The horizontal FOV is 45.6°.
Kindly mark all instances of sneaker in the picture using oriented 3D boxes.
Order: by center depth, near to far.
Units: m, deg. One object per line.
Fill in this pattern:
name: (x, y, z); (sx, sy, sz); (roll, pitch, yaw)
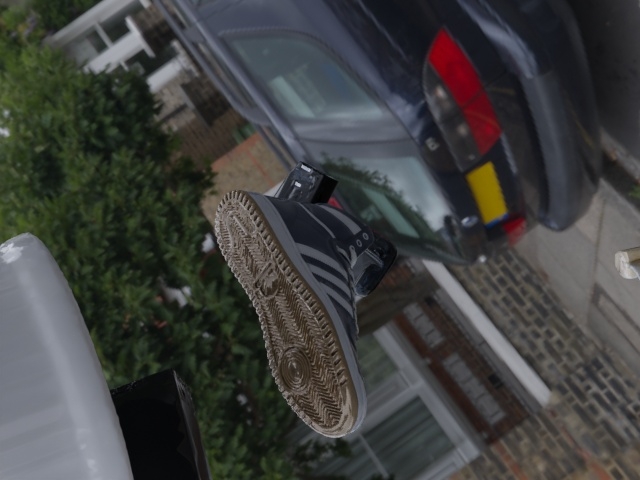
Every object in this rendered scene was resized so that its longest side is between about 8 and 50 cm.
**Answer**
sneaker: (0.009, 0.063, 0.799); (0.153, 0.099, 0.282); (2, -130, -45)

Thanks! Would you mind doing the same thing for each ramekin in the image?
ramekin: (-0.256, 0.143, 0.599); (0.277, 0.135, 0.277); (36, 134, 48)

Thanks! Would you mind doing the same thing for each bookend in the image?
bookend: (-0.205, 0.242, 0.815); (0.072, 0.156, 0.157); (75, 173, -59)

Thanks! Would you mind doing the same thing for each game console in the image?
game console: (0.000, 0.000, 1.357); (0.044, 0.213, 0.361); (22, -171, -38)

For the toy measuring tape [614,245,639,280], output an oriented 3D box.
toy measuring tape: (0.264, 0.142, 0.468); (0.121, 0.121, 0.330); (55, -167, -38)
